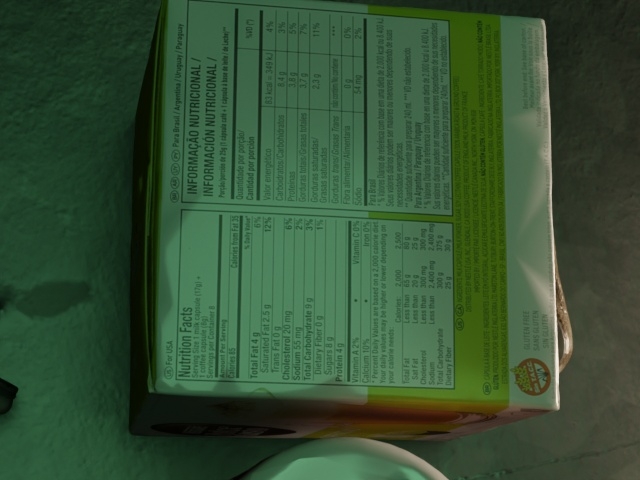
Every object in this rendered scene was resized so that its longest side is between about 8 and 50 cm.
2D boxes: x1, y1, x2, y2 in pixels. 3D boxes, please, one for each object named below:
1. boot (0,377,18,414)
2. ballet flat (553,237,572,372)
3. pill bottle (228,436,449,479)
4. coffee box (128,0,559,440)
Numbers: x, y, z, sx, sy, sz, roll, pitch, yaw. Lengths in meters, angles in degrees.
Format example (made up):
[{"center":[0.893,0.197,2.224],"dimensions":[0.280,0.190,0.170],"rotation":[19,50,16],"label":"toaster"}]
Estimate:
[{"center":[-0.410,0.177,1.334],"dimensions":[0.247,0.083,0.161],"rotation":[10,81,-3],"label":"boot"},{"center":[0.214,0.020,1.510],"dimensions":[0.084,0.058,0.249],"rotation":[-18,72,20],"label":"ballet flat"},{"center":[-0.018,0.294,1.210],"dimensions":[0.224,0.392,0.224],"rotation":[3,75,-12],"label":"pill bottle"},{"center":[0.000,0.000,1.318],"dimensions":[0.334,0.337,0.338],"rotation":[3,77,-10],"label":"coffee box"}]
